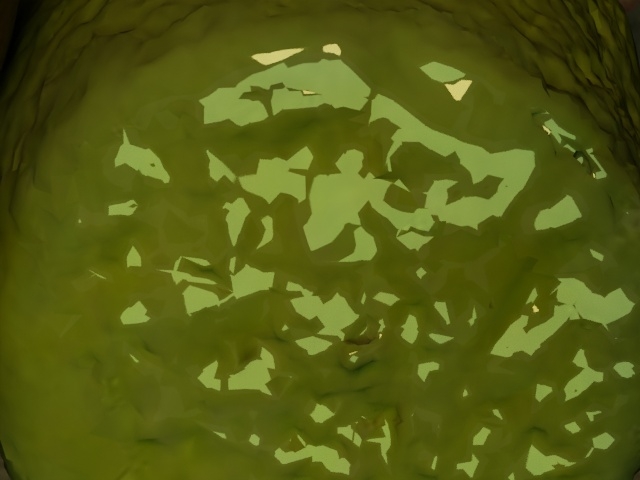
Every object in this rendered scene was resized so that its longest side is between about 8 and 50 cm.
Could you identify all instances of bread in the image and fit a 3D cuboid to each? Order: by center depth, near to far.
[{"bbox_3d":[0.000,0.000,0.799,0.348,0.308,0.348,-1,120,-2],"label":"bread"}]

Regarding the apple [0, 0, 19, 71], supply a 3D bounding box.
[{"bbox_3d":[-0.306,-0.133,0.657,0.400,0.333,0.400,17,155,8],"label":"apple"}]
